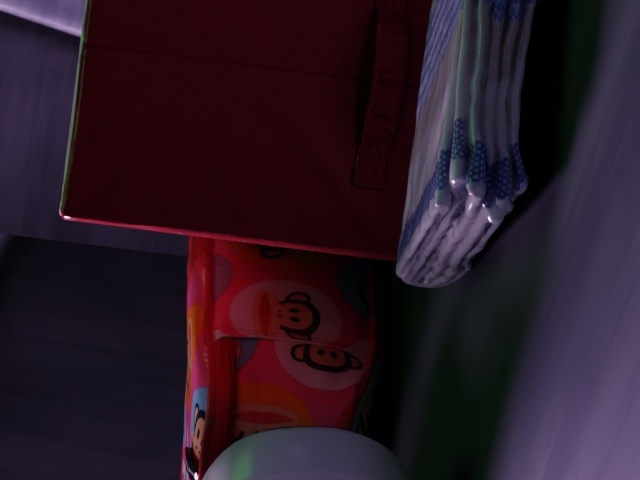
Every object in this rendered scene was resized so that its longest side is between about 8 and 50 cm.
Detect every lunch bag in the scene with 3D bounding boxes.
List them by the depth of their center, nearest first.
[{"bbox_3d":[-0.028,0.107,1.235,0.293,0.120,0.258,-90,4,-52],"label":"lunch bag"}]

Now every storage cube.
[{"bbox_3d":[-0.034,-0.091,1.072,0.215,0.193,0.184,-143,60,-84],"label":"storage cube"}]

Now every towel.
[{"bbox_3d":[0.072,-0.128,0.824,0.209,0.034,0.285,109,170,-78],"label":"towel"}]

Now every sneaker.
[{"bbox_3d":[0.000,0.200,0.887,0.290,0.105,0.123,89,175,-50],"label":"sneaker"}]
